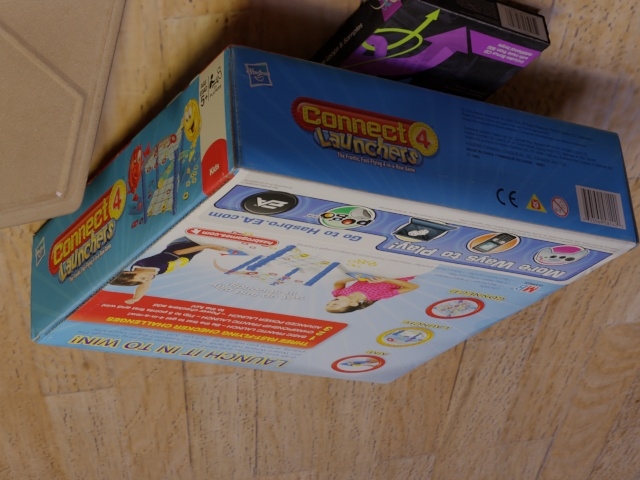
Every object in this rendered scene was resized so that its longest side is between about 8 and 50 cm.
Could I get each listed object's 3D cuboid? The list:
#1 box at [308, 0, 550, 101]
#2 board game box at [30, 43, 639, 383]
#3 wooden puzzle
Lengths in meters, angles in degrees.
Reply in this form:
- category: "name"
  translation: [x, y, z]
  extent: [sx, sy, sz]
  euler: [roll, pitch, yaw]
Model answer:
- category: "box"
  translation: [0.053, -0.105, 1.028]
  extent: [0.116, 0.029, 0.162]
  euler: [12, 145, -33]
- category: "board game box"
  translation: [0.000, 0.000, 1.093]
  extent: [0.308, 0.086, 0.302]
  euler: [10, 153, -31]
- category: "wooden puzzle"
  translation: [-0.227, -0.074, 0.919]
  extent: [0.221, 0.044, 0.238]
  euler: [-14, 148, -31]
